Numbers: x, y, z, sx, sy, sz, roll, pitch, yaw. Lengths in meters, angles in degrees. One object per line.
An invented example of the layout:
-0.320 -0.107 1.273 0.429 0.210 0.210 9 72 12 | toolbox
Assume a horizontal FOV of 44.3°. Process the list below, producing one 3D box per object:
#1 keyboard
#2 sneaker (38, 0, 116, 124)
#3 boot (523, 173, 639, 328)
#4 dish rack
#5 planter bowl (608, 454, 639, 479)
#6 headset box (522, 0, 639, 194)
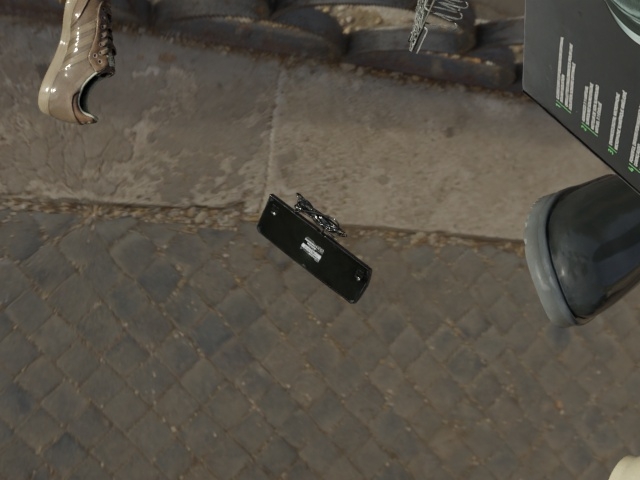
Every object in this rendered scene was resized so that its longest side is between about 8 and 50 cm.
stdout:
0.000 0.000 1.138 0.192 0.100 0.038 37 38 11 | keyboard
-0.265 -0.227 0.922 0.071 0.066 0.188 21 98 1 | sneaker
0.476 -0.066 0.845 0.367 0.445 0.146 -35 102 -52 | boot
0.202 -0.413 1.166 0.074 0.271 0.208 17 60 -5 | dish rack
0.422 0.329 0.972 0.162 0.109 0.162 -7 100 -40 | planter bowl
0.206 -0.101 0.304 0.131 0.246 0.283 -32 56 -8 | headset box
